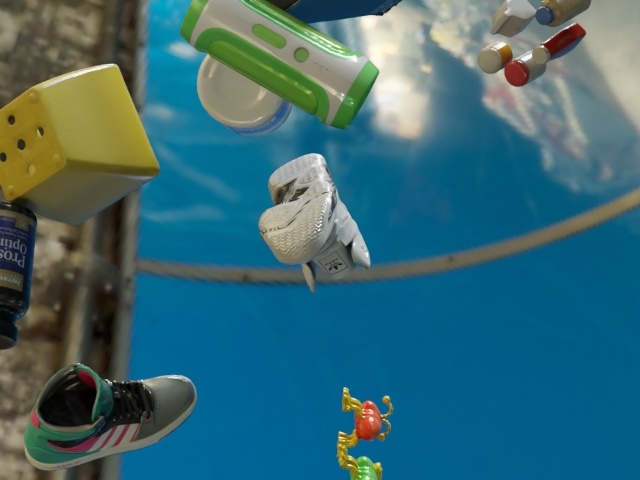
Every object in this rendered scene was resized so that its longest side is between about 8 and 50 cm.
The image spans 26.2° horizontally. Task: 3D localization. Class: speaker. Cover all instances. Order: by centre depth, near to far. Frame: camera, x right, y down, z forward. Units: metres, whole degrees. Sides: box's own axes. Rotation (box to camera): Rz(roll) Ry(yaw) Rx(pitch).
[{"bbox_3d":[-0.062,-0.289,2.110,0.131,0.296,0.131,-60,179,-2],"label":"speaker"}]

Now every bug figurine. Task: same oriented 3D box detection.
[{"bbox_3d":[0.050,0.350,1.842,0.216,0.072,0.279,-80,176,-74],"label":"bug figurine"}]

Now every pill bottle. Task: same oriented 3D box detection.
[{"bbox_3d":[-0.520,0.057,2.180,0.123,0.123,0.219,139,-44,-59],"label":"pill bottle"},{"bbox_3d":[-0.125,-0.261,2.413,0.272,0.152,0.152,0,108,-87],"label":"pill bottle"}]

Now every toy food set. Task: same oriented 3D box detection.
[{"bbox_3d":[0.283,-0.286,1.866,0.104,0.111,0.232,-32,168,-43],"label":"toy food set"}]

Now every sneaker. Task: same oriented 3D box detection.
[{"bbox_3d":[-0.337,0.258,2.205,0.124,0.295,0.178,60,-21,27],"label":"sneaker"},{"bbox_3d":[0.000,0.000,2.355,0.137,0.210,0.366,-24,-159,9],"label":"sneaker"}]

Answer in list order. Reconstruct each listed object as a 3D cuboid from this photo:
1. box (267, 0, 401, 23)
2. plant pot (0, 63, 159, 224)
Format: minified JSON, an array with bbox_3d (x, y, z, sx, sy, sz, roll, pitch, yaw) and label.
[{"bbox_3d":[0.002,-0.520,2.234,0.183,0.294,0.296,-29,-99,48],"label":"box"},{"bbox_3d":[-0.432,-0.159,2.272,0.212,0.187,0.212,-29,-102,28],"label":"plant pot"}]
